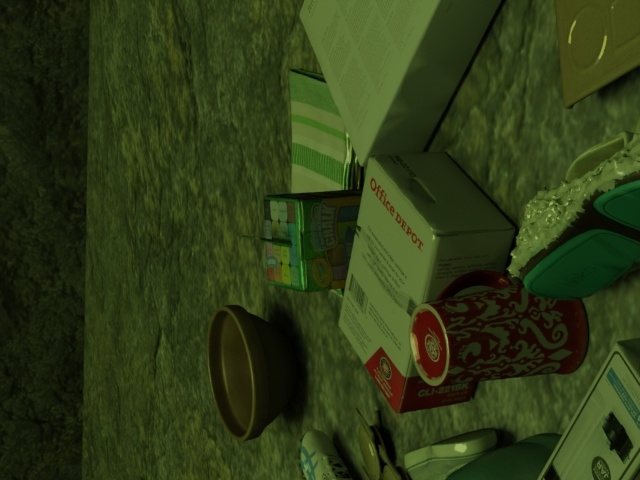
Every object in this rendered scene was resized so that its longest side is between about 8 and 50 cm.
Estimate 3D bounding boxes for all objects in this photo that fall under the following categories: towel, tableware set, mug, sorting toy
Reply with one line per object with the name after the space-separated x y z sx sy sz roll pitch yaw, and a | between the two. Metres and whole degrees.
-0.001 -0.093 1.901 0.248 0.038 0.324 -151 58 -63 | towel
0.103 0.334 1.774 0.194 0.039 0.128 -126 25 -58 | tableware set
0.185 0.102 1.361 0.150 0.169 0.113 -162 67 -64 | mug
0.287 -0.248 1.189 0.208 0.038 0.193 141 129 -68 | sorting toy

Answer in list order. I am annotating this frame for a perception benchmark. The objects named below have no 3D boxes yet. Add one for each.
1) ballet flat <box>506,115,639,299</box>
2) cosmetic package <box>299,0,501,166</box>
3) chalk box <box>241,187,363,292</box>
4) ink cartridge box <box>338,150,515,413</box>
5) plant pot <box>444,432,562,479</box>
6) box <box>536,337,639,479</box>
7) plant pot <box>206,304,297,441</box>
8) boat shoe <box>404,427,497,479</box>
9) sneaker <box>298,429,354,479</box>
0.293 -0.053 1.131 0.409 0.147 0.147 143 118 -65 | ballet flat
0.099 -0.321 1.541 0.377 0.097 0.284 115 140 -50 | cosmetic package
0.000 0.000 1.701 0.132 0.213 0.132 -169 74 -66 | chalk box
0.127 0.049 1.549 0.197 0.114 0.272 -125 35 -49 | ink cartridge box
0.198 0.377 1.368 0.293 0.196 0.293 174 90 -67 | plant pot
0.302 0.209 1.122 0.290 0.169 0.087 105 148 -42 | box
-0.111 0.226 2.142 0.237 0.110 0.237 173 90 -67 | plant pot
0.175 0.293 1.562 0.227 0.079 0.081 133 120 -67 | boat shoe
0.032 0.390 1.913 0.086 0.085 0.237 -47 44 27 | sneaker
